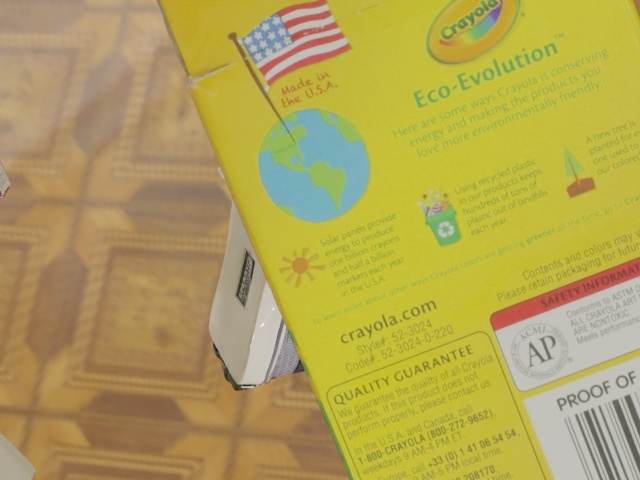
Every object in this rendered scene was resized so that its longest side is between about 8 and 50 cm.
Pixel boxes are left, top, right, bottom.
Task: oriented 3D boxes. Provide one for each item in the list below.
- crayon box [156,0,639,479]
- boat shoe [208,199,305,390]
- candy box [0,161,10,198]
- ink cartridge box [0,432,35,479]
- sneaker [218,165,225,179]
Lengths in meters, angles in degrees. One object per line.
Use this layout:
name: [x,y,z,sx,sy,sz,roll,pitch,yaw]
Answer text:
crayon box: [0.073,-0.017,0.839,0.202,0.081,0.319,-21,100,6]
boat shoe: [0.000,0.000,1.782,0.158,0.341,0.127,-8,48,-28]
candy box: [-0.447,-0.125,1.888,0.159,0.071,0.233,-23,103,3]
ink cartridge box: [-0.329,0.109,0.743,0.309,0.272,0.130,-34,17,16]
sneaker: [-0.003,-0.119,2.073,0.282,0.102,0.161,-15,39,44]
